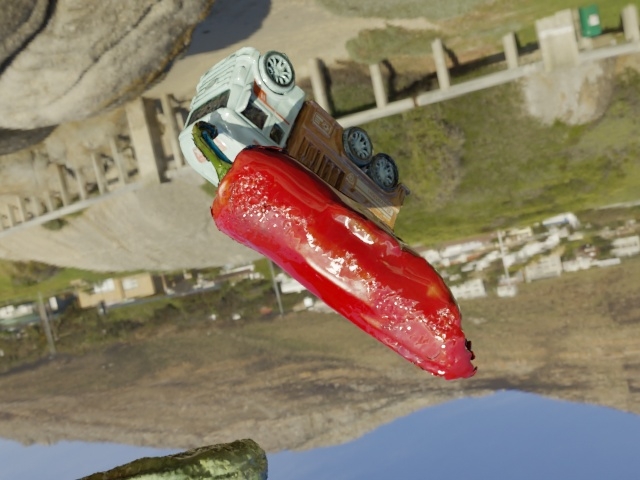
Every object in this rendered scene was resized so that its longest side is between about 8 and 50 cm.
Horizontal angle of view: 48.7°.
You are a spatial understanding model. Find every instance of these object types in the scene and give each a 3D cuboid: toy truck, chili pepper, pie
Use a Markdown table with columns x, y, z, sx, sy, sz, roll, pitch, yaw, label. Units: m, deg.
| x | y | z | sx | sy | sz | roll | pitch | yaw | label |
| --- | --- | --- | --- | --- | --- | --- | --- | --- | --- |
| -0.036 | -0.088 | 0.907 | 0.136 | 0.305 | 0.162 | -18 | -138 | 45 | toy truck |
| 0.000 | 0.000 | 0.698 | 0.110 | 0.387 | 0.110 | -50 | 167 | -15 | chili pepper |
| -0.189 | 0.269 | 0.763 | 0.276 | 0.079 | 0.277 | -11 | 169 | -2 | pie |
